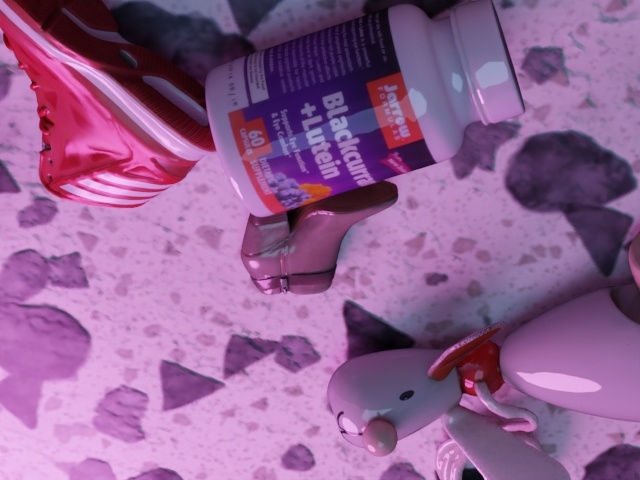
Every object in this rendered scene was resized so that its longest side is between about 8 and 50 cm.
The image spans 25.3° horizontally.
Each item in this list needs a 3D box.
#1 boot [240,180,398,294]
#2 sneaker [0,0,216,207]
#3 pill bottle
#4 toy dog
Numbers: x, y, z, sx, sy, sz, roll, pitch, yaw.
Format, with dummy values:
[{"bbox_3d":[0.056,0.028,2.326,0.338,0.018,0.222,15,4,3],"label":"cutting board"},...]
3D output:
[{"bbox_3d":[0.000,0.000,1.040,0.118,0.042,0.087,-3,128,4],"label":"boot"},{"bbox_3d":[-0.183,-0.100,0.952,0.221,0.087,0.128,42,121,-11],"label":"sneaker"},{"bbox_3d":[0.031,-0.092,0.938,0.193,0.108,0.108,-17,120,11],"label":"pill bottle"},{"bbox_3d":[0.179,0.115,1.033,0.333,0.161,0.220,-35,115,20],"label":"toy dog"}]
